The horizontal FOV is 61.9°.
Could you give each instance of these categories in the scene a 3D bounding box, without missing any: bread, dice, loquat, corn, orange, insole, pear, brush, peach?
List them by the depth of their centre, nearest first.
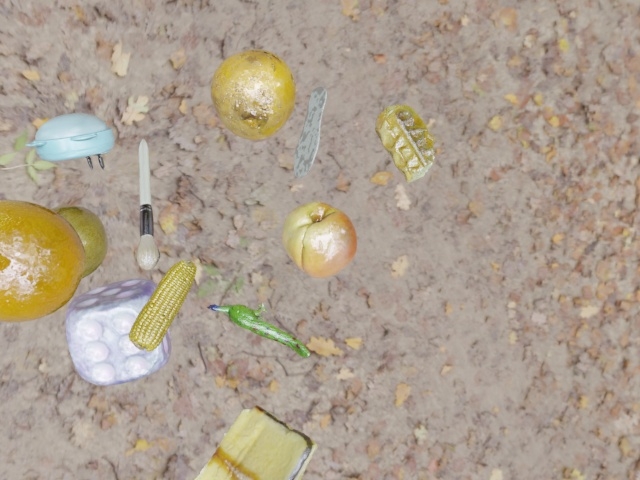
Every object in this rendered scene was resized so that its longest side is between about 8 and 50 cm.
[{"bbox_3d":[0.123,-0.143,0.758,0.066,0.060,0.110,-32,81,12],"label":"bread"},{"bbox_3d":[-0.348,-0.080,1.070,0.042,0.039,0.299,-17,64,18],"label":"brush"},{"bbox_3d":[-0.139,0.487,1.082,0.198,0.236,0.263,34,70,-3],"label":"bread"},{"bbox_3d":[-0.021,-0.225,1.114,0.006,0.065,0.193,12,91,-44],"label":"insole"},{"bbox_3d":[-0.651,0.042,1.141,0.274,0.274,0.274,-3,98,-22],"label":"orange"},{"bbox_3d":[-0.365,0.147,1.243,0.080,0.080,0.231,35,61,-23],"label":"corn"},{"bbox_3d":[0.000,0.000,1.253,0.184,0.184,0.184,-3,98,-22],"label":"peach"},{"bbox_3d":[-0.666,0.006,1.404,0.188,0.228,0.211,63,32,-33],"label":"pear"},{"bbox_3d":[-0.178,-0.387,1.417,0.235,0.235,0.235,-3,98,-22],"label":"loquat"},{"bbox_3d":[-0.646,0.292,1.737,0.270,0.271,0.270,-12,105,-7],"label":"dice"}]

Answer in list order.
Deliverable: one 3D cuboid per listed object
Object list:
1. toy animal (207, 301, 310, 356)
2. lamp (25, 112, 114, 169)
[{"bbox_3d":[-0.110,0.160,1.033,0.216,0.075,0.041,25,112,7],"label":"toy animal"},{"bbox_3d":[-0.699,-0.290,1.543,0.209,0.284,0.147,-5,89,0],"label":"lamp"}]
